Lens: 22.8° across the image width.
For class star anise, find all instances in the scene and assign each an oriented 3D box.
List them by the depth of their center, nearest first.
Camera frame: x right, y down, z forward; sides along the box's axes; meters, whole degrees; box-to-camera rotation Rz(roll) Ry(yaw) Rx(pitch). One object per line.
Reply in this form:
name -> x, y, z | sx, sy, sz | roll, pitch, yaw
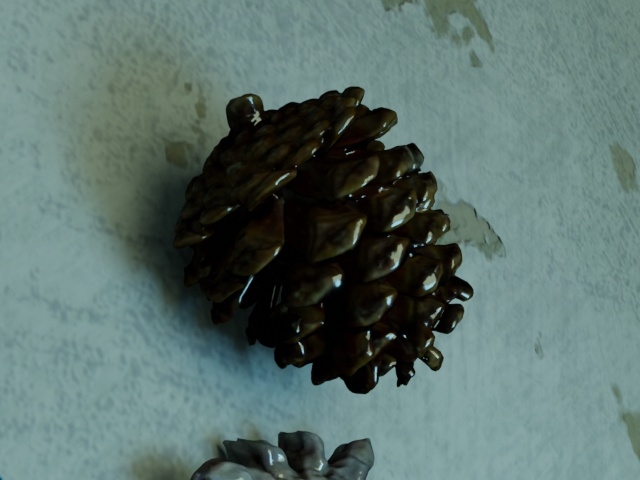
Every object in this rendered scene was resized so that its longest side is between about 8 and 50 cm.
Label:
star anise -> -0.008, 0.223, 1.222 | 0.236, 0.093, 0.229 | 28, 30, -24

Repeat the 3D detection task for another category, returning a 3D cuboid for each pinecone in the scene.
pinecone -> 0.000, 0.000, 1.273 | 0.272, 0.224, 0.224 | 56, 38, -20

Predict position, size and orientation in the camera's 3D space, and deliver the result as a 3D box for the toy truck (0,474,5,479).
toy truck -> -0.208, 0.203, 1.027 | 0.136, 0.074, 0.063 | 53, 39, -18
